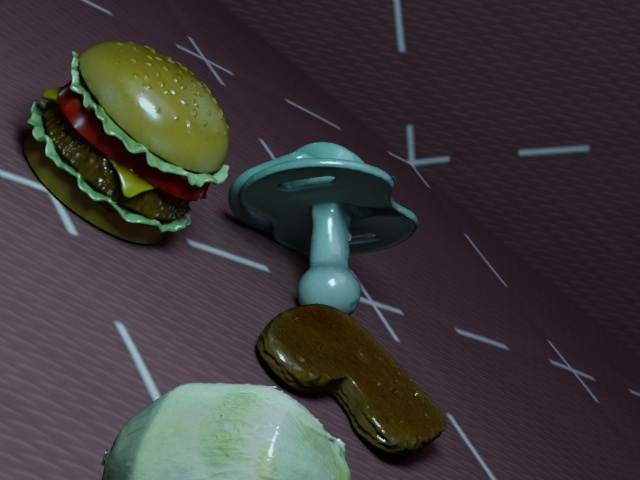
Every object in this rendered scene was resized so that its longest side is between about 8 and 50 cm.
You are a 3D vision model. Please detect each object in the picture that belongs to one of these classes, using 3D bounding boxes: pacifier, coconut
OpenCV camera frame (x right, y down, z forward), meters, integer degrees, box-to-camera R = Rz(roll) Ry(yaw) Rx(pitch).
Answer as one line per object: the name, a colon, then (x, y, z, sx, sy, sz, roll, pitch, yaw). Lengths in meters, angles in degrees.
pacifier: (0.000, 0.000, 2.047, 0.343, 0.288, 0.269, 49, 38, -57)
coconut: (-0.074, 0.244, 1.212, 0.230, 0.227, 0.227, 7, 12, 13)

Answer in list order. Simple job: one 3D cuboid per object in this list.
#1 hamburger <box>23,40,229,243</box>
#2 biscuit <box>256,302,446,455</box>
hamburger: (-0.250, -0.149, 1.807, 0.274, 0.212, 0.274, 37, 18, -14)
biscuit: (0.039, 0.205, 1.853, 0.277, 0.052, 0.262, 46, 23, 10)
